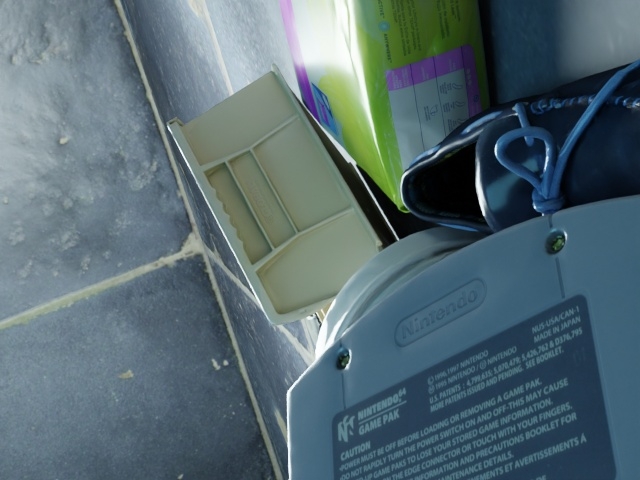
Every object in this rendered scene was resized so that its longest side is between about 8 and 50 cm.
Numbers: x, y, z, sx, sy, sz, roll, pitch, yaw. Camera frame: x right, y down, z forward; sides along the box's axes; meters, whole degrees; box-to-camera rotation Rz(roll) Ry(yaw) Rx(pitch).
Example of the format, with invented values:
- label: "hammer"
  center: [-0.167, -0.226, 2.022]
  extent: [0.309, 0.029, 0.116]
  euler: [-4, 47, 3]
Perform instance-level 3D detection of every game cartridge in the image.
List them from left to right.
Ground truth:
- label: "game cartridge"
  center: [0.088, 0.103, 0.614]
  extent: [0.297, 0.062, 0.198]
  euler: [-34, 44, 42]

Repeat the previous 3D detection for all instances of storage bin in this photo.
- label: "storage bin"
  center: [0.000, 0.000, 1.137]
  extent: [0.260, 0.123, 0.262]
  euler: [61, -173, 26]

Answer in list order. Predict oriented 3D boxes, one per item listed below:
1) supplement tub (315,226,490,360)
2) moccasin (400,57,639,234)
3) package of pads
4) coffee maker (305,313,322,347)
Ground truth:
- label: "supplement tub"
  center: [0.144, 0.145, 0.767]
  extent: [0.316, 0.228, 0.228]
  euler: [49, 157, 53]
- label: "moccasin"
  center: [0.152, -0.027, 0.704]
  extent: [0.138, 0.116, 0.342]
  euler: [69, 165, -3]
- label: "package of pads"
  center: [0.039, -0.195, 0.912]
  extent: [0.229, 0.101, 0.297]
  euler: [-128, 20, -52]
- label: "coffee maker"
  center: [0.059, 0.146, 1.326]
  extent: [0.171, 0.120, 0.178]
  euler: [35, 145, 65]
